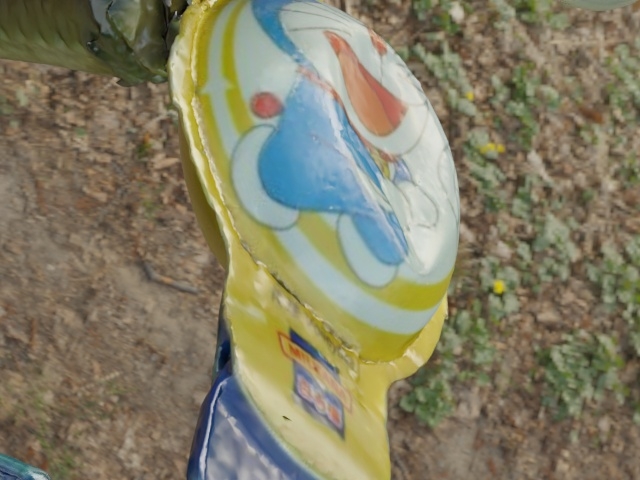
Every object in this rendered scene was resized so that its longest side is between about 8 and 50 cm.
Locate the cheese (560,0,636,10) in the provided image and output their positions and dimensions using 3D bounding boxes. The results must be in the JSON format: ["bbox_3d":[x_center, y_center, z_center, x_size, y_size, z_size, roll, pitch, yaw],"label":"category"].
[{"bbox_3d":[0.186,-0.263,0.765,0.137,0.064,0.227,-31,132,18],"label":"cheese"}]

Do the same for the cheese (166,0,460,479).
[{"bbox_3d":[0.000,0.000,0.399,0.177,0.069,0.270,45,36,-33],"label":"cheese"}]

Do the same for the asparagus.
[{"bbox_3d":[-0.222,-0.192,0.811,0.108,0.382,0.128,-20,115,-49],"label":"asparagus"}]

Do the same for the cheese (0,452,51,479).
[{"bbox_3d":[-0.290,0.091,0.568,0.129,0.329,0.217,-57,172,-52],"label":"cheese"}]
